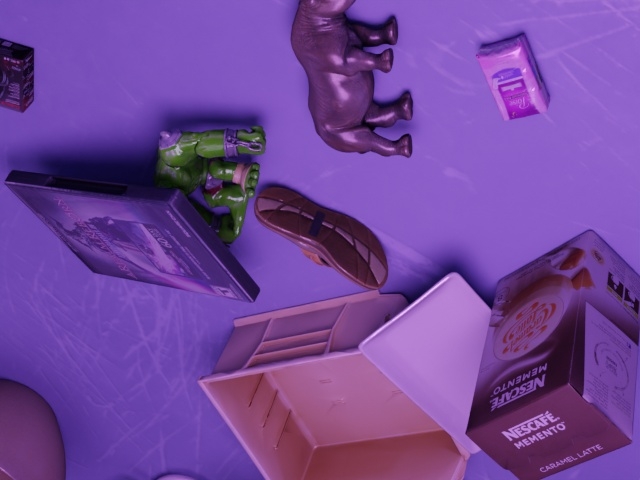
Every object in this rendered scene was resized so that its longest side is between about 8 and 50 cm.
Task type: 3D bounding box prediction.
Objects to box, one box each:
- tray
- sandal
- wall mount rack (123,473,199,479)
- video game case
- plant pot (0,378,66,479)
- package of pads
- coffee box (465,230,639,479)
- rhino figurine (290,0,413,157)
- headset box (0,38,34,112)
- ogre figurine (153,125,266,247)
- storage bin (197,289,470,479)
[{"bbox_3d":[0.169,0.147,1.325,0.145,0.030,0.270,-38,127,9],"label":"tray"},{"bbox_3d":[0.000,0.000,1.300,0.180,0.072,0.049,29,147,-3],"label":"sandal"},{"bbox_3d":[-0.240,0.530,1.769,0.304,0.130,0.350,32,132,-8],"label":"wall mount rack"},{"bbox_3d":[-0.225,-0.006,1.313,0.274,0.026,0.196,7,148,35],"label":"video game case"},{"bbox_3d":[-0.495,0.318,1.643,0.284,0.191,0.284,9,130,11],"label":"plant pot"},{"bbox_3d":[0.195,-0.164,1.120,0.050,0.032,0.083,-11,123,29],"label":"package of pads"},{"bbox_3d":[0.256,0.122,1.188,0.098,0.246,0.141,42,128,-17],"label":"coffee box"},{"bbox_3d":[0.025,-0.192,1.130,0.106,0.073,0.243,-3,125,18],"label":"rhino figurine"},{"bbox_3d":[-0.369,-0.191,1.291,0.062,0.032,0.083,18,130,4],"label":"headset box"},{"bbox_3d":[-0.136,-0.067,1.276,0.118,0.096,0.197,12,162,-8],"label":"ogre figurine"},{"bbox_3d":[0.030,0.214,1.424,0.260,0.123,0.262,-13,122,28],"label":"storage bin"}]
